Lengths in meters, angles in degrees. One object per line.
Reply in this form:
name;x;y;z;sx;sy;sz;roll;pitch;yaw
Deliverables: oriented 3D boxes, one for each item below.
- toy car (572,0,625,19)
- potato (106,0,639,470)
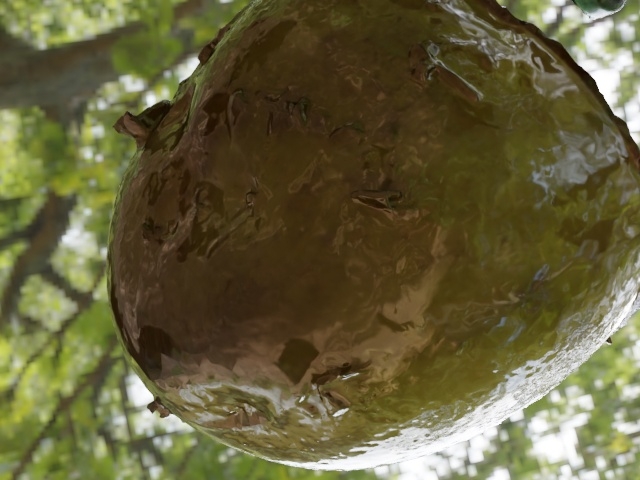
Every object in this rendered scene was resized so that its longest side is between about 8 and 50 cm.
toy car;0.309;-0.259;1.288;0.136;0.306;0.125;-19;-94;48
potato;0.000;0.000;1.230;0.442;0.319;0.385;-15;-74;57
